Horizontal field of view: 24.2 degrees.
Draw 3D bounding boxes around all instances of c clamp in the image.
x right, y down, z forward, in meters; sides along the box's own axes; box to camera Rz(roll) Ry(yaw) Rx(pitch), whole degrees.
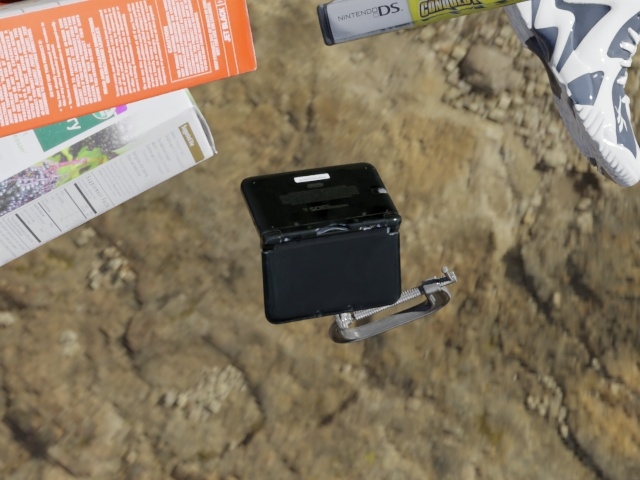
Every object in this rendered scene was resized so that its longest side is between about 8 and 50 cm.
[{"bbox_3d":[0.075,0.069,1.585,0.160,0.137,0.022,-24,71,12],"label":"c clamp"}]

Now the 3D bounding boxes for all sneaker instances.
[{"bbox_3d":[0.292,-0.182,1.447,0.153,0.094,0.235,-28,78,1],"label":"sneaker"}]

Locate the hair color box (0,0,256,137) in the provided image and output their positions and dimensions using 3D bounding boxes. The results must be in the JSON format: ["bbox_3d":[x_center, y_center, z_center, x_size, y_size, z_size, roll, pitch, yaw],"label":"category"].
[{"bbox_3d":[-0.101,-0.068,0.554,0.072,0.141,0.043,7,111,51],"label":"hair color box"}]

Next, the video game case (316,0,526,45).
[{"bbox_3d":[0.167,-0.211,1.182,0.248,0.275,0.035,-9,100,30],"label":"video game case"}]

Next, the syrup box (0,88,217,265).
[{"bbox_3d":[-0.206,-0.064,1.103,0.236,0.096,0.093,-28,69,-3],"label":"syrup box"}]

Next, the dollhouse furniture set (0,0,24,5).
[{"bbox_3d":[-0.260,-0.217,1.431,0.259,0.262,0.135,1,115,9],"label":"dollhouse furniture set"}]

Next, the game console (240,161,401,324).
[{"bbox_3d":[0.000,0.000,1.238,0.122,0.107,0.071,-8,140,-20],"label":"game console"}]
